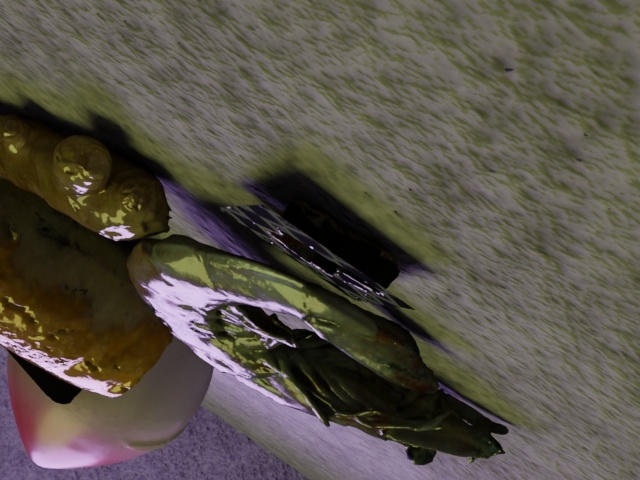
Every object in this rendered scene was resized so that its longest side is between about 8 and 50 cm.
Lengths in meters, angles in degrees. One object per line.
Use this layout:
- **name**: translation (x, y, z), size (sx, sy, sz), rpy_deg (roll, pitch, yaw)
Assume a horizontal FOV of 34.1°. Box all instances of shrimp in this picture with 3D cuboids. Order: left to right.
- **shrimp**: translation (0.003, 0.092, 0.862), size (0.360, 0.085, 0.247), rpy_deg (29, 158, -4)

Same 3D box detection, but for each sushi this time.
- **sushi**: translation (0.000, 0.000, 0.681), size (0.120, 0.026, 0.126), rpy_deg (34, 170, -14)

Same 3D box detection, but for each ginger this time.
- **ginger**: translation (-0.234, -0.064, 0.897), size (0.299, 0.065, 0.118), rpy_deg (18, 155, 47)

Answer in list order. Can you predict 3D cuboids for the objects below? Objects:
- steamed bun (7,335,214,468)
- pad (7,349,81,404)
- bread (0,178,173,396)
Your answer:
- **steamed bun**: translation (-0.319, 0.197, 1.495), size (0.309, 0.309, 0.309), rpy_deg (31, 166, 9)
- **pad**: translation (-0.353, 0.058, 1.277), size (0.004, 0.181, 0.267), rpy_deg (-25, 108, 33)
- **bread**: translation (-0.342, 0.006, 1.111), size (0.375, 0.165, 0.236), rpy_deg (40, 179, -31)
